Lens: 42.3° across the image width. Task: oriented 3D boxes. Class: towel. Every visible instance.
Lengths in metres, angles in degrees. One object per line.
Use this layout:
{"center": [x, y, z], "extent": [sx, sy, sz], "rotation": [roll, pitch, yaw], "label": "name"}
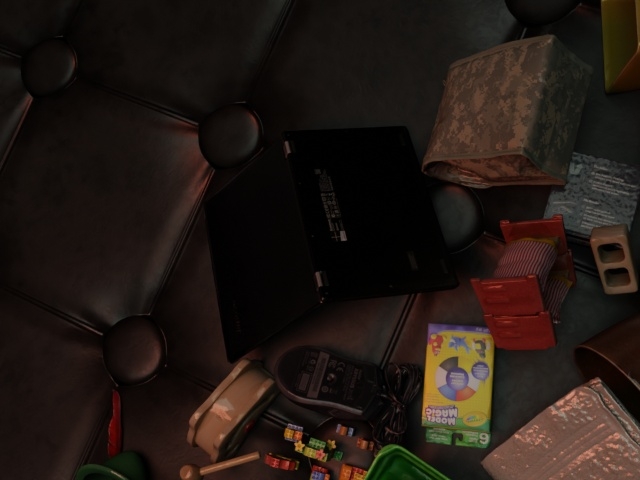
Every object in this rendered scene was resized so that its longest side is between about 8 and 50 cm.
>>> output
{"center": [0.429, 0.381, 1.426], "extent": [0.187, 0.049, 0.282], "rotation": [51, 118, 18], "label": "towel"}

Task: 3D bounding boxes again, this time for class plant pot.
{"center": [0.592, 0.197, 1.406], "extent": [0.230, 0.215, 0.215], "rotation": [-36, 72, -8], "label": "plant pot"}
{"center": [0.635, -0.402, 1.505], "extent": [0.187, 0.212, 0.212], "rotation": [0, 79, 5], "label": "plant pot"}

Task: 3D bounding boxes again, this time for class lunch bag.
{"center": [0.331, -0.229, 1.552], "extent": [0.287, 0.169, 0.235], "rotation": [3, 73, 51], "label": "lunch bag"}

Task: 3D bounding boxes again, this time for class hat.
{"center": [-0.378, 0.454, 1.687], "extent": [0.173, 0.183, 0.208], "rotation": [5, 122, 22], "label": "hat"}

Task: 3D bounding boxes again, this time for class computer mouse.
{"center": [0.041, 0.290, 1.573], "extent": [0.272, 0.072, 0.188], "rotation": [18, 60, 10], "label": "computer mouse"}

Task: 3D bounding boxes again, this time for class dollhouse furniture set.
{"center": [0.470, 0.058, 1.383], "extent": [0.374, 0.201, 0.152], "rotation": [-7, 119, 31], "label": "dollhouse furniture set"}

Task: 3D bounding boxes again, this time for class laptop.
{"center": [0.000, 0.000, 1.630], "extent": [0.408, 0.236, 0.382], "rotation": [-5, 59, -14], "label": "laptop"}

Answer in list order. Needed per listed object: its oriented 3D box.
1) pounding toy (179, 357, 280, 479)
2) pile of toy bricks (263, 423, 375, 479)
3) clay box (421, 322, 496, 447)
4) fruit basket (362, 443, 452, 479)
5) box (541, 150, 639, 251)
{"center": [-0.155, 0.370, 1.591], "extent": [0.155, 0.154, 0.269], "rotation": [36, 71, 18], "label": "pounding toy"}
{"center": [0.001, 0.399, 1.555], "extent": [0.212, 0.105, 0.118], "rotation": [12, 82, 16], "label": "pile of toy bricks"}
{"center": [0.258, 0.269, 1.541], "extent": [0.127, 0.053, 0.222], "rotation": [2, 79, 15], "label": "clay box"}
{"center": [0.186, 0.543, 1.344], "extent": [0.392, 0.392, 0.283], "rotation": [30, 88, 18], "label": "fruit basket"}
{"center": [0.500, -0.070, 1.524], "extent": [0.156, 0.093, 0.158], "rotation": [17, 85, 16], "label": "box"}
